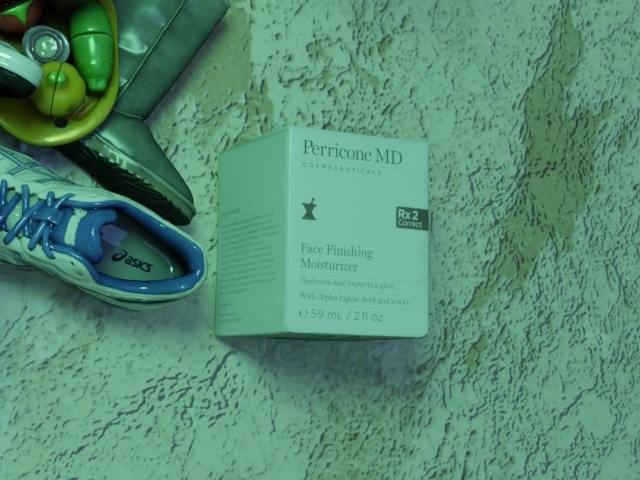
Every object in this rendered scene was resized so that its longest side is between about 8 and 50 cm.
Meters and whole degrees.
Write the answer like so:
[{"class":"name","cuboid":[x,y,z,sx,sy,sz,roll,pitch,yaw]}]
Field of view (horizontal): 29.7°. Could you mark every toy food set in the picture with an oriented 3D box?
[{"class":"toy food set","cuboid":[-0.237,-0.193,1.027,0.128,0.071,0.218,-3,74,-12]}]

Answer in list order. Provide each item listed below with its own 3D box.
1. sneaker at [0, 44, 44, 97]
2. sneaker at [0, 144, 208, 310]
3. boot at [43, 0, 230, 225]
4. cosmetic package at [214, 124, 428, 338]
[{"class":"sneaker","cuboid":[-0.334,-0.110,0.964,0.216,0.079,0.121,14,82,12]},{"class":"sneaker","cuboid":[-0.230,-0.022,1.016,0.296,0.131,0.112,17,79,-25]},{"class":"boot","cuboid":[-0.146,-0.143,1.113,0.189,0.076,0.208,41,62,-18]},{"class":"cosmetic package","cuboid":[0.000,0.000,1.125,0.151,0.151,0.184,4,83,-29]}]
